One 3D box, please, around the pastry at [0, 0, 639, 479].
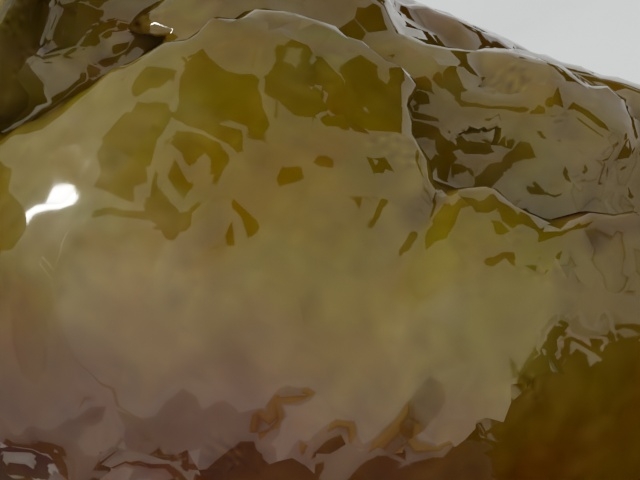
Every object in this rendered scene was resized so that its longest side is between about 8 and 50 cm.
[{"bbox_3d":[0.000,0.000,0.553,0.356,0.164,0.356,16,9,-3],"label":"pastry"}]
